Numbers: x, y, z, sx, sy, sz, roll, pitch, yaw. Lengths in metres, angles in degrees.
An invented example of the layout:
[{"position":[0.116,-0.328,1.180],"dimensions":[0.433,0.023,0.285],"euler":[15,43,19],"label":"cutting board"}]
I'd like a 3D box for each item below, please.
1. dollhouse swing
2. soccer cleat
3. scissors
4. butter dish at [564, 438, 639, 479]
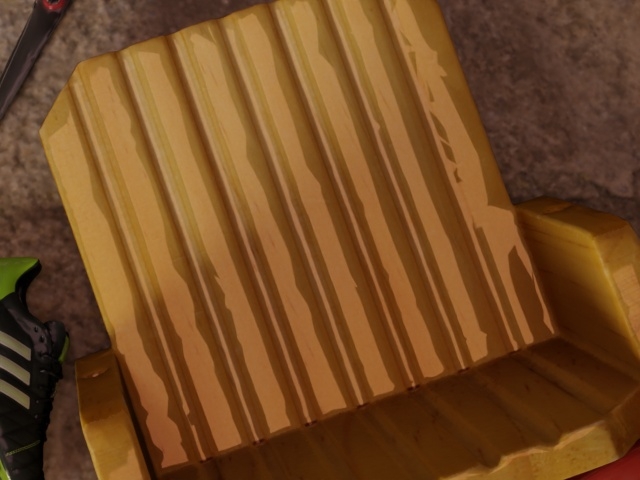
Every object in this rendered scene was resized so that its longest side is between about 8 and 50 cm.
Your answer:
[{"position":[0.000,0.000,1.088],"dimensions":[0.347,0.315,0.305],"euler":[-18,98,-6],"label":"dollhouse swing"},{"position":[-0.200,0.094,1.162],"dimensions":[0.072,0.060,0.179],"euler":[-13,75,-7],"label":"soccer cleat"},{"position":[-0.192,-0.193,1.253],"dimensions":[0.109,0.021,0.297],"euler":[40,79,4],"label":"scissors"},{"position":[0.218,0.192,1.127],"dimensions":[0.160,0.118,0.160],"euler":[-27,80,-9],"label":"butter dish"}]
